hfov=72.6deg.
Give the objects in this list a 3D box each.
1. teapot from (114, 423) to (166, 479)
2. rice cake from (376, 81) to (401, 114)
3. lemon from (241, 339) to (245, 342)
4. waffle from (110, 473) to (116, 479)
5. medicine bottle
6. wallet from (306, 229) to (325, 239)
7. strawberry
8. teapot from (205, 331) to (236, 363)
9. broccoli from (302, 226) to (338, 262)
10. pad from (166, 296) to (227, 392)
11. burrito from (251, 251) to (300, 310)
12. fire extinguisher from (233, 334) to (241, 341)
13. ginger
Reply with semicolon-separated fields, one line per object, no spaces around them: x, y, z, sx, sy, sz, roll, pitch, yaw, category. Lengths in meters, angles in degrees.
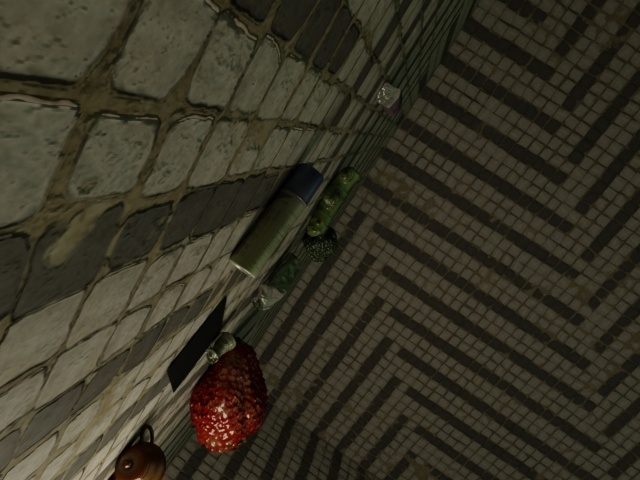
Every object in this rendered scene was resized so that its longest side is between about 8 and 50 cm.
-0.417;0.512;0.997;0.116;0.116;0.173;120;-22;-52;teapot
0.224;-0.442;1.370;0.072;0.056;0.365;-59;177;15;rice cake
-0.334;0.440;1.792;0.062;0.062;0.083;-54;178;-30;lemon
-0.516;0.635;1.123;0.221;0.055;0.234;-53;171;-21;waffle
-0.079;-0.040;0.813;0.231;0.059;0.059;-56;177;-14;medicine bottle
0.047;-0.136;1.650;0.285;0.030;0.146;-57;-161;-4;wallet
-0.303;0.523;1.492;0.312;0.267;0.351;161;-56;-78;strawberry
-0.276;0.290;1.185;0.083;0.057;0.067;-48;134;-50;teapot
0.000;0.000;1.737;0.146;0.162;0.138;-31;167;12;broccoli
-0.297;0.260;1.052;0.202;0.005;0.299;-54;177;-30;pad
-0.146;0.147;1.480;0.229;0.089;0.144;-56;175;-48;burrito
-0.332;0.413;1.652;0.039;0.056;0.132;-20;150;-36;fire extinguisher
0.040;-0.134;1.484;0.290;0.089;0.137;-53;-162;35;ginger
